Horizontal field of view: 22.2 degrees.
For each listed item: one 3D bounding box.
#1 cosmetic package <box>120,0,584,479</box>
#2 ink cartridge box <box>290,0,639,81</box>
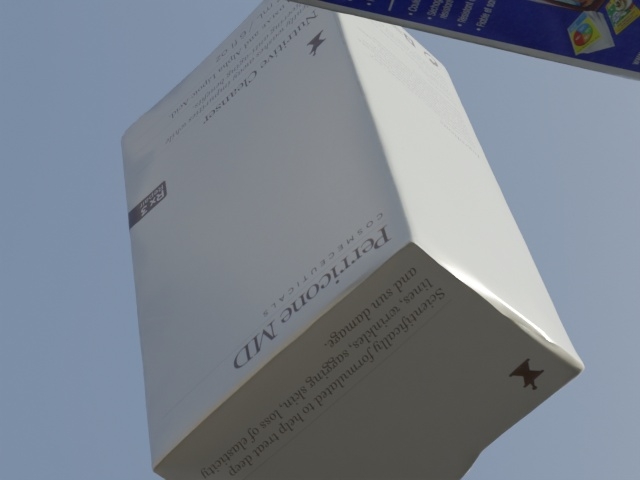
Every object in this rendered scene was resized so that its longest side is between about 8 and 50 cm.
[{"bbox_3d":[0.000,0.000,1.064,0.217,0.385,0.156,-43,-61,16],"label":"cosmetic package"},{"bbox_3d":[0.069,-0.145,0.648,0.333,0.165,0.065,11,-116,-5],"label":"ink cartridge box"}]
